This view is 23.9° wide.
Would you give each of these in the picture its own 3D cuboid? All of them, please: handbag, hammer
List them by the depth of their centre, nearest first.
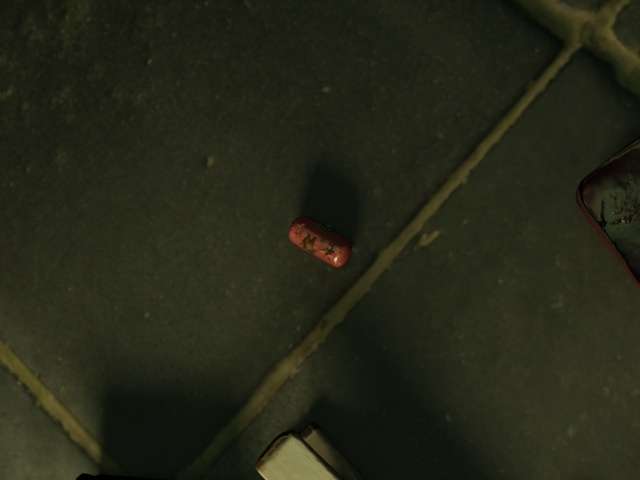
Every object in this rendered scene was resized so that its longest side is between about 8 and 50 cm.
[{"bbox_3d":[0.429,-0.037,1.741,0.216,0.074,0.203,-38,73,5],"label":"handbag"},{"bbox_3d":[0.000,0.000,1.874,0.083,0.043,0.043,31,90,19],"label":"hammer"}]

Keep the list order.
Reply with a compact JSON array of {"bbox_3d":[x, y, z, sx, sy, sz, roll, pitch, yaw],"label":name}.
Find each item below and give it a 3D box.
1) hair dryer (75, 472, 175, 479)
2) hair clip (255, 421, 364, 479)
[{"bbox_3d":[-0.202,0.414,1.851,0.197,0.089,0.251,0,90,14],"label":"hair dryer"},{"bbox_3d":[0.066,0.351,1.767,0.085,0.101,0.331,-46,73,-1],"label":"hair clip"}]
